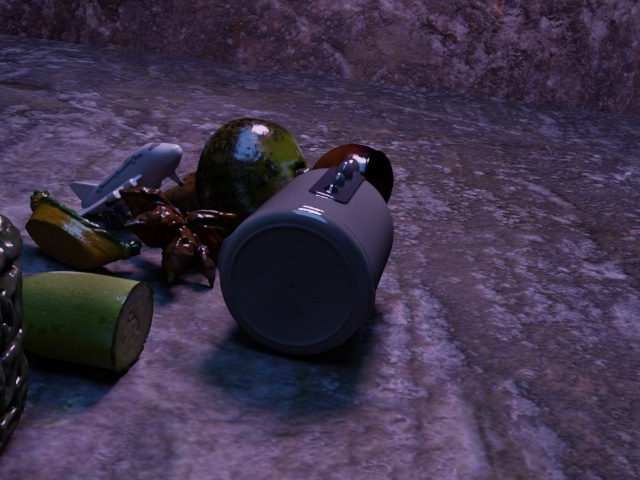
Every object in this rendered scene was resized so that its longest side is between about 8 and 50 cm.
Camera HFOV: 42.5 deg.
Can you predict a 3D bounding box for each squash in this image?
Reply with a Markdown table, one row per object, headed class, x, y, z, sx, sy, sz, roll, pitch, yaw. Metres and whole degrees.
| class | x | y | z | sx | sy | sz | roll | pitch | yaw |
| --- | --- | --- | --- | --- | --- | --- | --- | --- | --- |
| squash | -0.313 | 0.097 | 1.028 | 0.186 | 0.123 | 0.123 | 6 | 21 | 7 |

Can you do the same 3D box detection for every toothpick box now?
| class | x | y | z | sx | sy | sz | roll | pitch | yaw |
| --- | --- | --- | --- | --- | --- | --- | --- | --- | --- |
| toothpick box | 0.000 | 0.000 | 1.204 | 0.229 | 0.229 | 0.316 | 11 | 22 | 10 |

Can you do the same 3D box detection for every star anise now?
| class | x | y | z | sx | sy | sz | roll | pitch | yaw |
| --- | --- | --- | --- | --- | --- | --- | --- | --- | --- |
| star anise | -0.229 | -0.013 | 1.292 | 0.196 | 0.111 | 0.212 | 28 | 17 | 15 |

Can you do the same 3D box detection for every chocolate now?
| class | x | y | z | sx | sy | sz | roll | pitch | yaw |
| --- | --- | --- | --- | --- | --- | --- | --- | --- | --- |
| chocolate | 0.054 | -0.109 | 1.623 | 0.176 | 0.177 | 0.177 | 6 | 22 | -3 |

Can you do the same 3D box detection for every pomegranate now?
| class | x | y | z | sx | sy | sz | roll | pitch | yaw |
| --- | --- | --- | --- | --- | --- | --- | --- | --- | --- |
| pomegranate | -0.144 | -0.087 | 1.476 | 0.204 | 0.276 | 0.222 | 44 | 33 | -5 |

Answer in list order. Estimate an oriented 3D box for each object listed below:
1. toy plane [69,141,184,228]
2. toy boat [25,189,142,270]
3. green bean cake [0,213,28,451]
| class | x | y | z | sx | sy | sz | roll | pitch | yaw |
| --- | --- | --- | --- | --- | --- | --- | --- | --- | --- |
| toy plane | -0.333 | -0.098 | 1.446 | 0.255 | 0.101 | 0.251 | -22 | 21 | 26 |
| toy boat | -0.390 | -0.018 | 1.301 | 0.229 | 0.089 | 0.088 | 26 | 39 | 19 |
| green bean cake | -0.368 | 0.109 | 0.787 | 0.132 | 0.255 | 0.241 | 9 | 17 | -3 |
